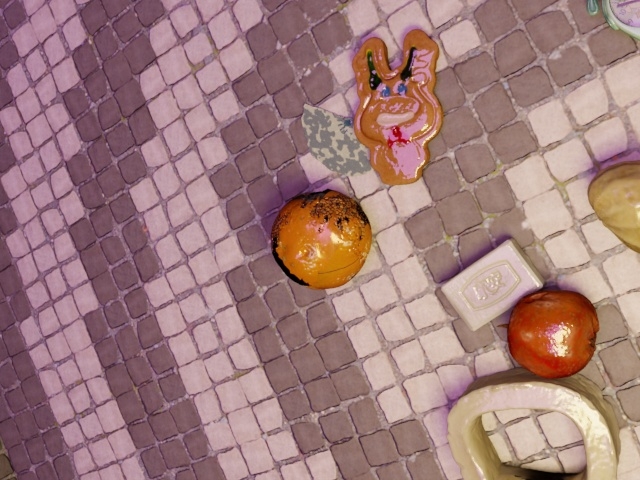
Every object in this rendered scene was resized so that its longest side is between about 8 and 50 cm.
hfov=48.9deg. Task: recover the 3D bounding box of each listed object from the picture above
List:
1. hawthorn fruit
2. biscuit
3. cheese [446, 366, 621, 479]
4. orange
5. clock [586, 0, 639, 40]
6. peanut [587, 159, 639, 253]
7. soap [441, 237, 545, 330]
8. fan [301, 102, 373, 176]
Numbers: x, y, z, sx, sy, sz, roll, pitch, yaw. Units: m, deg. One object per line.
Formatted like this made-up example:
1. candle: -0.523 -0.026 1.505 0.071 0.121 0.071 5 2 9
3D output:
1. hawthorn fruit: 0.445 0.179 1.400 0.200 0.179 0.179 12 100 37
2. biscuit: 0.168 -0.288 1.546 0.202 0.047 0.333 -1 95 23
3. cheese: 0.429 0.415 1.437 0.332 0.153 0.292 -1 94 27
4. orange: 0.000 0.000 1.592 0.234 0.182 0.234 4 105 14
5. clock: 0.606 -0.456 1.319 0.188 0.060 0.148 32 108 20
6. peanut: 0.661 -0.048 1.282 0.340 0.158 0.174 12 79 20
7. soap: 0.363 0.092 1.487 0.183 0.064 0.121 -39 81 24
8. fan: 0.037 -0.230 1.638 0.240 0.009 0.131 41 111 16
